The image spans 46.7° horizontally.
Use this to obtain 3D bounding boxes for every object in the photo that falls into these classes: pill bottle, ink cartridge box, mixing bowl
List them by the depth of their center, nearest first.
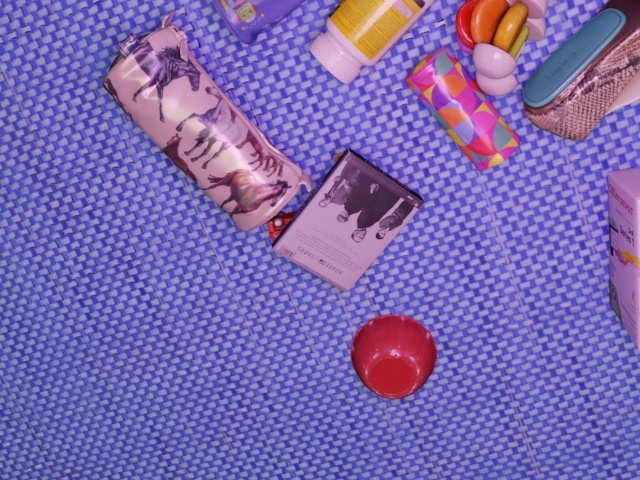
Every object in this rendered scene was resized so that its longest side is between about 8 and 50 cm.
[{"bbox_3d":[0.085,-0.378,1.278,0.119,0.119,0.208,43,108,-8],"label":"pill bottle"},{"bbox_3d":[0.590,0.023,1.310,0.117,0.201,0.278,-6,108,9],"label":"ink cartridge box"},{"bbox_3d":[0.147,0.252,1.499,0.181,0.098,0.181,2,109,5],"label":"mixing bowl"}]

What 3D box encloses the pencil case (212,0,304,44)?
[{"bbox_3d":[-0.039,-0.463,1.260,0.306,0.133,0.119,-30,115,17],"label":"pencil case"}]

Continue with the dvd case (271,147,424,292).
[{"bbox_3d":[0.049,-0.031,1.374,0.179,0.029,0.238,31,112,-21],"label":"dvd case"}]

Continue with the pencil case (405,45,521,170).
[{"bbox_3d":[0.256,-0.232,1.322,0.104,0.104,0.236,-38,103,17],"label":"pencil case"}]

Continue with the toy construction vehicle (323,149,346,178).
[{"bbox_3d":[0.031,-0.108,1.400,0.035,0.086,0.098,2,125,23],"label":"toy construction vehicle"}]

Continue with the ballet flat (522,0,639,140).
[{"bbox_3d":[0.543,-0.364,1.226,0.182,0.164,0.483,25,118,-25],"label":"ballet flat"}]

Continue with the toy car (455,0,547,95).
[{"bbox_3d":[0.291,-0.345,1.244,0.136,0.182,0.159,28,88,19],"label":"toy car"}]

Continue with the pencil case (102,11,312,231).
[{"bbox_3d":[-0.203,-0.203,1.352,0.410,0.160,0.183,47,122,-9],"label":"pencil case"}]

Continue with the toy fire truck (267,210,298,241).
[{"bbox_3d":[0.000,0.000,1.457,0.192,0.047,0.135,-10,109,11],"label":"toy fire truck"}]
